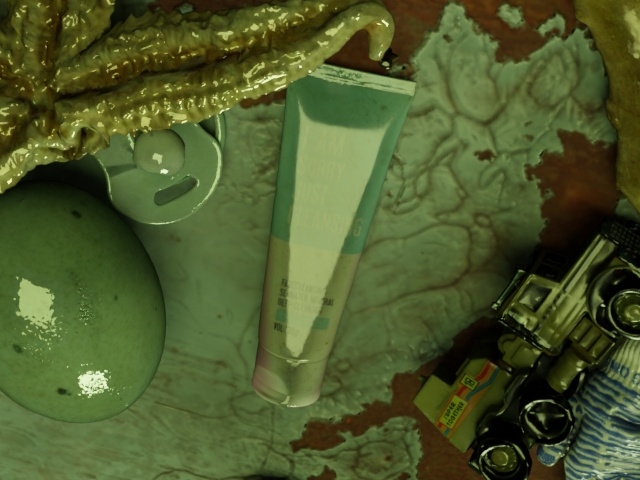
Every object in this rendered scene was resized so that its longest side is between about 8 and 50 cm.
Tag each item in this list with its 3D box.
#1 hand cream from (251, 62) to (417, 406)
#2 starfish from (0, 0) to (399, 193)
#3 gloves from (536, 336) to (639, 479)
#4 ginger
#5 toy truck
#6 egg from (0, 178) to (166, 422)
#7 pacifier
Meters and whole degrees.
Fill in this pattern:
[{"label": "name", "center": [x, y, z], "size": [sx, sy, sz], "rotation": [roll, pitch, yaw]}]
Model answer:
[{"label": "hand cream", "center": [0.000, 0.000, 0.804], "size": [0.111, 0.070, 0.312], "rotation": [11, 112, 1]}, {"label": "starfish", "center": [-0.197, -0.186, 0.682], "size": [0.432, 0.082, 0.324], "rotation": [-26, 84, 12]}, {"label": "gloves", "center": [0.284, 0.175, 0.868], "size": [0.119, 0.097, 0.229], "rotation": [26, 124, 24]}, {"label": "ginger", "center": [0.247, -0.149, 0.718], "size": [0.118, 0.065, 0.299], "rotation": [-34, 112, 3]}, {"label": "toy truck", "center": [0.200, 0.088, 0.804], "size": [0.127, 0.127, 0.257], "rotation": [39, 119, 8]}, {"label": "egg", "center": [-0.222, 0.057, 0.781], "size": [0.169, 0.169, 0.237], "rotation": [-6, 129, 6]}, {"label": "pacifier", "center": [-0.132, -0.081, 0.746], "size": [0.126, 0.116, 0.150], "rotation": [-24, 111, -14]}]
